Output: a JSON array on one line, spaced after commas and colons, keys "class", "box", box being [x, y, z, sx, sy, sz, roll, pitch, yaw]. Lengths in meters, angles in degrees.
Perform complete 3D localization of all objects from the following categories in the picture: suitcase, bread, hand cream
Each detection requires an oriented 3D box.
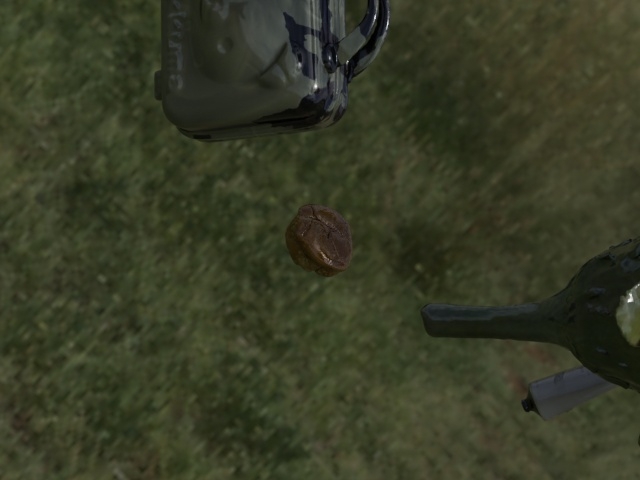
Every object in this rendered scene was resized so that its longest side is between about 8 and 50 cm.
[{"class": "suitcase", "box": [-0.071, -0.326, 2.141, 0.194, 0.339, 0.352, 19, 69, -69]}, {"class": "bread", "box": [0.000, 0.000, 1.570, 0.081, 0.046, 0.083, 45, 36, -1]}, {"class": "hand cream", "box": [0.350, 0.183, 1.924, 0.087, 0.186, 0.054, -61, 127, -77]}]

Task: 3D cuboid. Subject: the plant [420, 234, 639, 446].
[{"class": "plant", "box": [0.258, 0.081, 1.108, 0.261, 0.297, 0.306, 46, 35, -11]}]
